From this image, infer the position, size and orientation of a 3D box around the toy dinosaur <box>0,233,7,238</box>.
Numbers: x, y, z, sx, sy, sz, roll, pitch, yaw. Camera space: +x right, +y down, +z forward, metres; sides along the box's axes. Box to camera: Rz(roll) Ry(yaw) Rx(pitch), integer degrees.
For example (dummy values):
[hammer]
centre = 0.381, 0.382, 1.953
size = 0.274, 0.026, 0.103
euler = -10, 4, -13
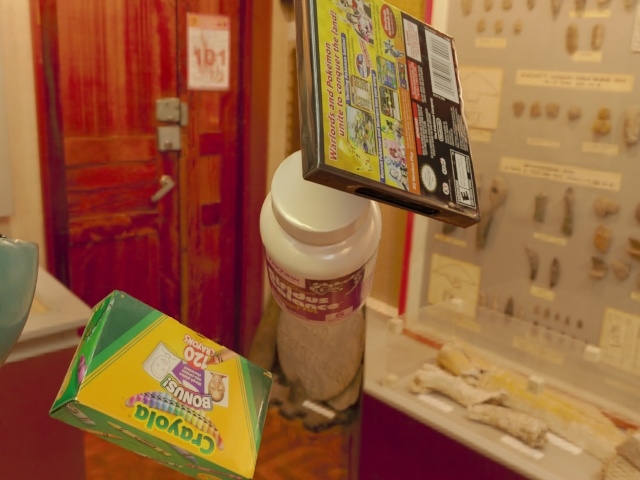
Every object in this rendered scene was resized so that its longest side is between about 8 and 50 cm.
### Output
[toy dinosaur]
centre = -0.689, 0.051, 1.299
size = 0.120, 0.161, 0.313
euler = -3, -21, 20

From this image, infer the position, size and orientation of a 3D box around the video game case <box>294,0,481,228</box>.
[video game case]
centre = 0.080, -0.168, 0.822
size = 0.248, 0.275, 0.035
euler = 14, -28, -35

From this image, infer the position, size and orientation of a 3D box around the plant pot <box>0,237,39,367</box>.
[plant pot]
centre = -0.559, 0.114, 1.008
size = 0.289, 0.196, 0.290
euler = -7, -6, -1

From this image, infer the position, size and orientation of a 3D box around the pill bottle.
[pill bottle]
centre = 0.000, 0.000, 0.992
size = 0.169, 0.170, 0.302
euler = 3, -26, 2

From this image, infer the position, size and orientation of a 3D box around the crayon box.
[crayon box]
centre = -0.206, 0.211, 0.955
size = 0.278, 0.166, 0.081
euler = 34, -45, -27
